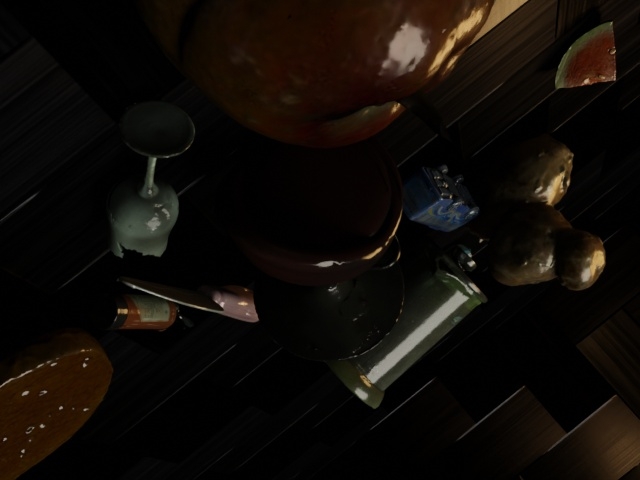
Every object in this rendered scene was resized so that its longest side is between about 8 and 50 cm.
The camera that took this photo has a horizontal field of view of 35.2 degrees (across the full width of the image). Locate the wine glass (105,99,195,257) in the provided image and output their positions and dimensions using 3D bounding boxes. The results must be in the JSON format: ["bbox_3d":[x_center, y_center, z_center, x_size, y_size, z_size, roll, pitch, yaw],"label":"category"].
[{"bbox_3d":[-0.185,-0.056,1.070,0.079,0.079,0.195,-27,156,-31],"label":"wine glass"}]

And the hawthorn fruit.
[{"bbox_3d":[0.011,-0.197,0.782,0.268,0.301,0.267,-40,166,-12],"label":"hawthorn fruit"}]

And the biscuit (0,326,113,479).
[{"bbox_3d":[-0.444,0.235,1.260,0.394,0.070,0.350,-29,156,-28],"label":"biscuit"}]

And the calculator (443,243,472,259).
[{"bbox_3d":[0.210,0.110,2.183,0.293,0.051,0.173,-32,160,-19],"label":"calculator"}]

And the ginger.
[{"bbox_3d":[0.385,-0.029,1.841,0.245,0.304,0.155,-31,154,27],"label":"ginger"}]

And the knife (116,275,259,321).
[{"bbox_3d":[-0.167,0.086,1.408,0.043,0.081,0.336,-65,156,5],"label":"knife"}]

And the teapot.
[{"bbox_3d":[0.169,0.148,1.983,0.337,0.200,0.270,-43,160,4],"label":"teapot"}]

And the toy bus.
[{"bbox_3d":[0.205,-0.071,1.753,0.094,0.079,0.236,-28,164,18],"label":"toy bus"}]

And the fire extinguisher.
[{"bbox_3d":[-0.234,0.098,1.347,0.050,0.062,0.177,-57,156,11],"label":"fire extinguisher"}]

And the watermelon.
[{"bbox_3d":[0.454,-0.300,1.660,0.125,0.094,0.135,-19,149,-26],"label":"watermelon"}]

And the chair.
[{"bbox_3d":[0.000,0.000,1.308,0.226,0.226,0.401,-36,160,-10],"label":"chair"}]
